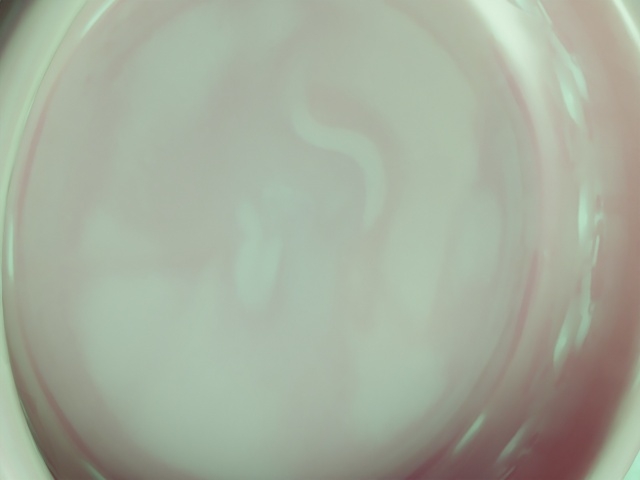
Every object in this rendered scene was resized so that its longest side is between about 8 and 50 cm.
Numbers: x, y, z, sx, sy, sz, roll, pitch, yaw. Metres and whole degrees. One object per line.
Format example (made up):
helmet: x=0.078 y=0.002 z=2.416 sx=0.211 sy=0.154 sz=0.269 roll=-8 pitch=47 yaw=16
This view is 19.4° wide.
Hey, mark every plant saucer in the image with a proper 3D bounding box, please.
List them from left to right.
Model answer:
plant saucer: x=0.000 y=0.000 z=0.723 sx=0.332 sy=0.084 sz=0.332 roll=-4 pitch=98 yaw=-32
